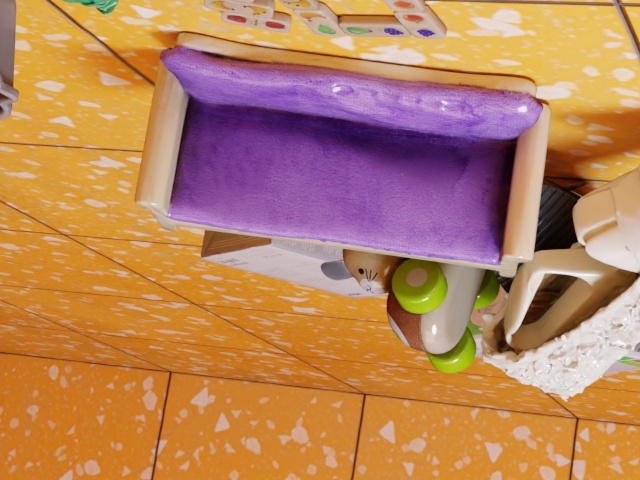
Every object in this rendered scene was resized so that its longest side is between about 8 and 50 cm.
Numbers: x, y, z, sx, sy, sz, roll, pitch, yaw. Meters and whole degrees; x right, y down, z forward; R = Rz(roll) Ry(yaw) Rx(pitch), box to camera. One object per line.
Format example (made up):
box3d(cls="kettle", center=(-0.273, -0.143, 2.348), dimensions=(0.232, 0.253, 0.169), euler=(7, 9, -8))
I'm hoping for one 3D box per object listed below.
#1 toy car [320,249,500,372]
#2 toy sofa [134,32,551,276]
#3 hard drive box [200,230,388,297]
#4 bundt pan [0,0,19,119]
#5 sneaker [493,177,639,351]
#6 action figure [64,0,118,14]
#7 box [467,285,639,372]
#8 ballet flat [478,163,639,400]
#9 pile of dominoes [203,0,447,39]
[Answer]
box3d(cls="toy car", center=(0.067, 0.032, 1.702), dimensions=(0.188, 0.149, 0.155), euler=(11, 153, 26))
box3d(cls="toy sofa", center=(0.021, -0.073, 1.527), dimensions=(0.362, 0.150, 0.177), euler=(8, 169, 4))
box3d(cls="hard drive box", center=(0.000, 0.000, 2.038), dimensions=(0.232, 0.089, 0.181), euler=(16, 166, -30))
box3d(cls="bundt pan", center=(-0.391, -0.195, 1.318), dimensions=(0.330, 0.124, 0.331), euler=(8, 168, 2))
box3d(cls="sneaker", center=(0.250, 0.001, 1.759), dimensions=(0.122, 0.146, 0.330), euler=(-40, 136, 14))
box3d(cls="action figure", center=(-0.193, -0.220, 1.184), dimensions=(0.137, 0.063, 0.232), euler=(6, 163, 17))
box3d(cls="box", center=(0.298, 0.089, 2.158), dimensions=(0.231, 0.127, 0.262), euler=(11, 169, -20))
box3d(cls="ballet flat", center=(0.268, 0.025, 1.541), dimensions=(0.147, 0.147, 0.409), euler=(13, 142, -18))
box3d(cls="pile of dominoes", center=(-0.033, -0.189, 1.281), dimensions=(0.196, 0.040, 0.251), euler=(4, 167, 24))
